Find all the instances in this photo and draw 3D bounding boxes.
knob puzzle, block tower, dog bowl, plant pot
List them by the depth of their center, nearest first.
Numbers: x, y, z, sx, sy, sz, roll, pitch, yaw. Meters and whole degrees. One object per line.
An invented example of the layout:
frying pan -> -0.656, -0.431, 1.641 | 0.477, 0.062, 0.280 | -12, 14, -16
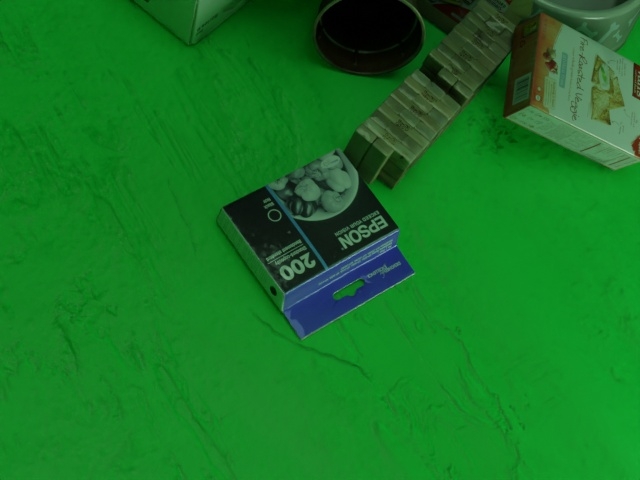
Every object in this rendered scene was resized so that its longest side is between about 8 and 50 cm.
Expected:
block tower -> 0.168, -0.214, 1.565 | 0.091, 0.097, 0.335 | 41, 63, 4
plant pot -> 0.071, -0.365, 1.587 | 0.166, 0.167, 0.165 | 8, 55, -10
knob puzzle -> 0.250, -0.406, 1.643 | 0.213, 0.213, 0.030 | 37, 32, 6
dog bowl -> 0.389, -0.460, 1.746 | 0.348, 0.102, 0.349 | 6, 62, -11

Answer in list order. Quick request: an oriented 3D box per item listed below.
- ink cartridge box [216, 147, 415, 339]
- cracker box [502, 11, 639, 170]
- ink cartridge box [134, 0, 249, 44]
ink cartridge box -> 0.000, 0.000, 1.440 | 0.206, 0.045, 0.208 | -29, 75, -26
cracker box -> 0.389, -0.220, 1.587 | 0.232, 0.067, 0.156 | 20, 68, -27
ink cartridge box -> -0.225, -0.464, 1.576 | 0.289, 0.121, 0.211 | 39, 61, 7
